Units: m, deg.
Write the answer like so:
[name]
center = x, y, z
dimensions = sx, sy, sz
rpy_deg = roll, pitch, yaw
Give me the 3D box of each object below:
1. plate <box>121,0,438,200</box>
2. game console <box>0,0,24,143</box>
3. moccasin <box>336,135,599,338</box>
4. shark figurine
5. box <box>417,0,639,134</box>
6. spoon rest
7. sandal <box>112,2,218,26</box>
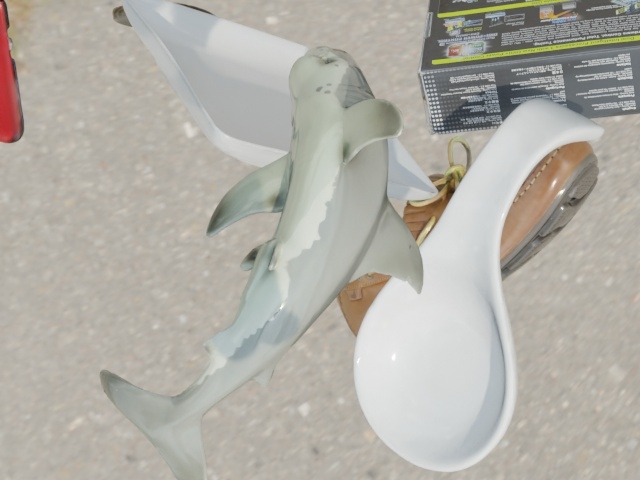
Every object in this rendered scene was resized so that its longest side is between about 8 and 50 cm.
[plate]
center = -0.049, -0.135, 1.478
dimensions = 0.045, 0.277, 0.278
rpy_deg = -58, 43, 22
[game console]
center = -0.188, -0.133, 0.752
dimensions = 0.144, 0.124, 0.085
rpy_deg = 15, 153, 31
[moccasin]
center = 0.136, -0.015, 1.533
dimensions = 0.147, 0.139, 0.380
rpy_deg = 54, 144, 0
[shark figurine]
center = -0.001, 0.022, 0.839
dimensions = 0.166, 0.116, 0.278
rpy_deg = 9, 70, 56
[box]
center = 0.217, -0.177, 1.127
dimensions = 0.270, 0.216, 0.060
rpy_deg = -6, 129, 13
[spoon rest]
center = 0.104, 0.033, 1.035
dimensions = 0.137, 0.084, 0.276
rpy_deg = 31, 107, 32
[sandal]
center = -0.146, -0.227, 1.748
dimensions = 0.090, 0.219, 0.060
rpy_deg = -7, 69, 44
